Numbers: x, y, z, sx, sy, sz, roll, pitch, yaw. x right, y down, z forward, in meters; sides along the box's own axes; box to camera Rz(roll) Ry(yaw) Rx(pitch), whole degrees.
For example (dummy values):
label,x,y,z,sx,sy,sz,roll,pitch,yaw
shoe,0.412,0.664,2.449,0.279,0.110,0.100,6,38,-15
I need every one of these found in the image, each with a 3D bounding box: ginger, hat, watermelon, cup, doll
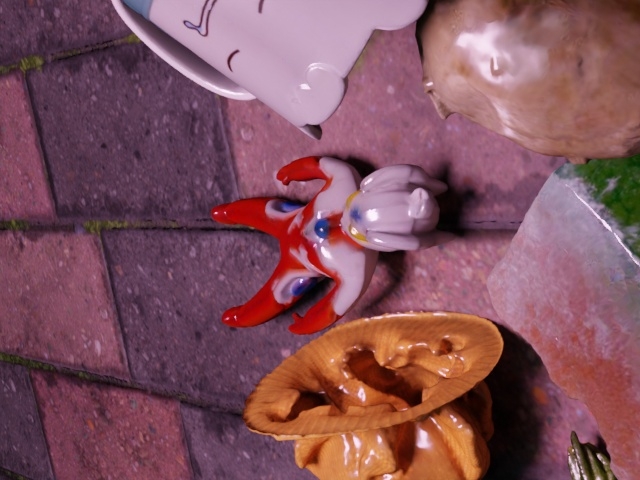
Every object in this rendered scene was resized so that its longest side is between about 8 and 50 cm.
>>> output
label,x,y,z,sx,sy,sz,roll,pitch,yaw
ginger,0.208,-0.204,0.758,0.244,0.155,0.304,19,84,26
hat,0.079,0.223,1.096,0.233,0.244,0.233,15,130,56
watermelon,0.256,0.062,0.834,0.264,0.151,0.302,59,140,17
cup,-0.056,-0.219,0.828,0.257,0.219,0.290,35,145,-6
doll,0.000,0.000,1.166,0.384,0.099,0.189,-20,76,53

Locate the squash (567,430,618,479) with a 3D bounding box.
label,x,y,z,sx,sy,sz,roll,pitch,yaw
squash,0.296,0.314,0.939,0.341,0.094,0.094,60,141,15
